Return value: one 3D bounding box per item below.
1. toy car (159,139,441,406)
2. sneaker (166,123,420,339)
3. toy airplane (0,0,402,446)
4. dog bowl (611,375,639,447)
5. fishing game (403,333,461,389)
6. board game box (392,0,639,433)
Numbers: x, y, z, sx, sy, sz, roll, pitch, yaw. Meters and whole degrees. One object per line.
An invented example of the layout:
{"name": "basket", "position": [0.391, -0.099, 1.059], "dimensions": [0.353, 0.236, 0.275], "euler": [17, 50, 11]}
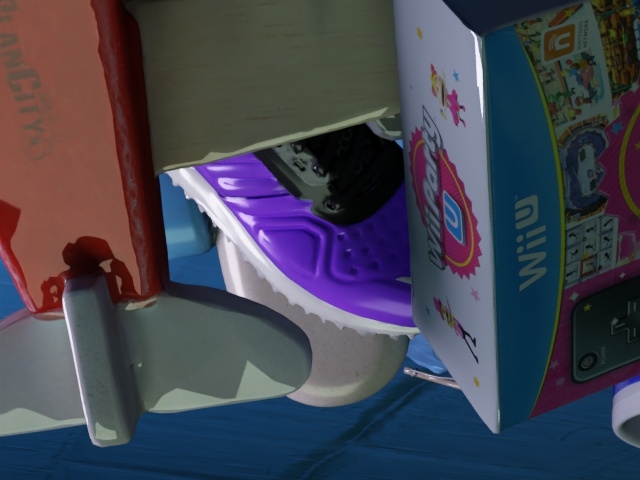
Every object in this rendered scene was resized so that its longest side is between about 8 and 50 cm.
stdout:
{"name": "toy car", "position": [0.000, 0.000, 1.288], "dimensions": [0.219, 0.210, 0.238], "euler": [-11, -172, 4]}
{"name": "sneaker", "position": [-0.018, -0.064, 0.999], "dimensions": [0.293, 0.102, 0.146], "euler": [38, 150, 8]}
{"name": "toy airplane", "position": [-0.124, -0.093, 0.839], "dimensions": [0.386, 0.272, 0.384], "euler": [28, 121, -22]}
{"name": "dog bowl", "position": [0.409, 0.133, 1.630], "dimensions": [0.264, 0.104, 0.265], "euler": [4, 160, 1]}
{"name": "fishing game", "position": [0.123, 0.095, 1.638], "dimensions": [0.189, 0.041, 0.264], "euler": [13, 161, 27]}
{"name": "board game box", "position": [0.189, -0.066, 0.793], "dimensions": [0.303, 0.097, 0.224], "euler": [-19, 131, -14]}
